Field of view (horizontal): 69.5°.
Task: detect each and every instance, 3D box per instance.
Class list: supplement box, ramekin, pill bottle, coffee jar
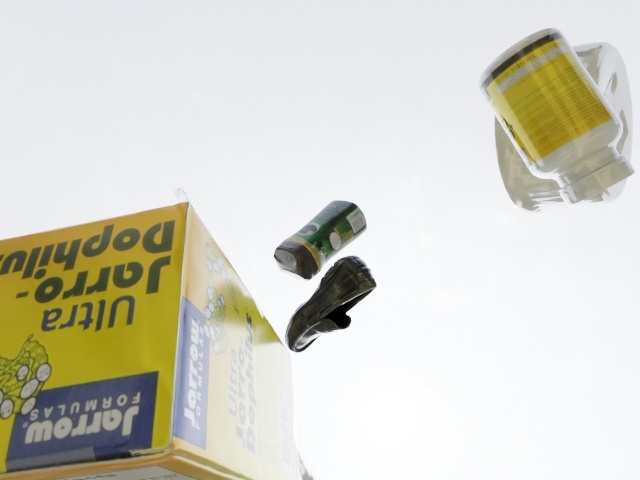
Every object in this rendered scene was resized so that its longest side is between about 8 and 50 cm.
[{"bbox_3d":[-0.155,0.158,0.465,0.194,0.195,0.357,-11,-35,4],"label":"supplement box"},{"bbox_3d":[0.407,-0.180,0.754,0.135,0.277,0.277,3,-63,45],"label":"ramekin"},{"bbox_3d":[0.269,-0.136,0.526,0.103,0.103,0.184,-31,-99,19],"label":"pill bottle"},{"bbox_3d":[0.000,0.000,0.894,0.096,0.184,0.079,13,-45,49],"label":"coffee jar"}]

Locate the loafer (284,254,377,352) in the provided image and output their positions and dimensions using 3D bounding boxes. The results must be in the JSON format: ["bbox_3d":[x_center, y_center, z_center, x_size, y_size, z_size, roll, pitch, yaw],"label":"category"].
[{"bbox_3d":[0.012,0.121,0.761,0.078,0.076,0.223,53,-57,27],"label":"loafer"}]
